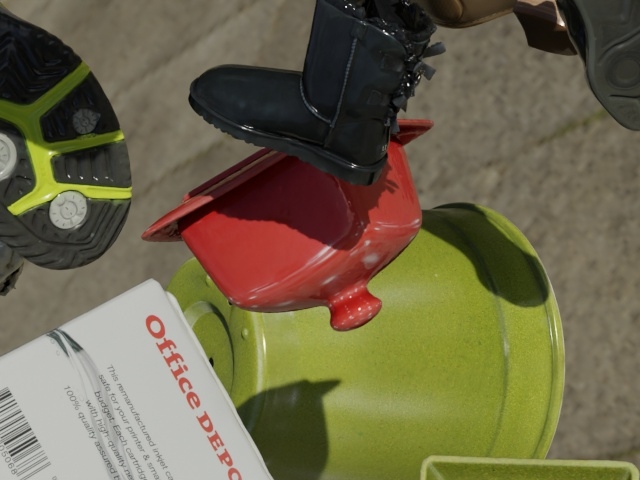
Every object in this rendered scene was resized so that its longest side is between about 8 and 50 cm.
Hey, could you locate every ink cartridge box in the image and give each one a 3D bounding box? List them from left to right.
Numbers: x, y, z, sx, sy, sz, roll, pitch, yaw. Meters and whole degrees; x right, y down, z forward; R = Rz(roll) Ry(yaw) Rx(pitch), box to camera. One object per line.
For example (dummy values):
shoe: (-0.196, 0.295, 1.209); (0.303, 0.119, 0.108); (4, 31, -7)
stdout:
ink cartridge box: (-0.137, 0.130, 0.856); (0.087, 0.153, 0.208); (-28, 0, 40)

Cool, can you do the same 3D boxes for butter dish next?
butter dish: (0.000, 0.000, 1.023); (0.160, 0.118, 0.160); (-28, -8, 24)

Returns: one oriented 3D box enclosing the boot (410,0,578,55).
boot: (0.183, -0.311, 1.579); (0.283, 0.109, 0.220); (20, 70, 31)

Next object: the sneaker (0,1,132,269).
sneaker: (-0.285, -0.143, 1.304); (0.145, 0.385, 0.147); (-38, 22, -9)

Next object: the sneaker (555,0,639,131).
sneaker: (0.220, -0.199, 1.312); (0.087, 0.227, 0.130); (-30, 24, 10)

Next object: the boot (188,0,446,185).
boot: (-0.003, -0.090, 0.850); (0.045, 0.121, 0.099); (-56, -12, -51)

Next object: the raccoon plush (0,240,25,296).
raccoon plush: (-0.506, 0.009, 1.643); (0.299, 0.446, 0.216); (-61, -20, -61)

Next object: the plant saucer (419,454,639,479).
plant saucer: (0.174, 0.281, 1.400); (0.188, 0.045, 0.188); (0, 64, 13)

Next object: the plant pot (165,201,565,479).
plant pot: (0.017, 0.134, 1.824); (0.366, 0.353, 0.367); (-4, 86, 55)
